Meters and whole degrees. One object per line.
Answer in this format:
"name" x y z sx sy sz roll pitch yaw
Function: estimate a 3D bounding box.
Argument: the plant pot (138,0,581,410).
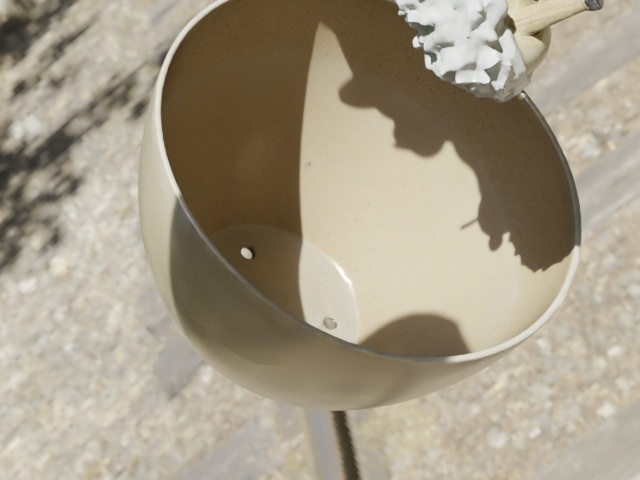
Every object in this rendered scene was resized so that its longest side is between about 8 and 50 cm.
"plant pot" 0.000 0.000 0.946 0.191 0.284 0.284 -55 5 48

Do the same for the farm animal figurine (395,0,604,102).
"farm animal figurine" 0.017 -0.268 0.793 0.172 0.327 0.330 -23 35 29
